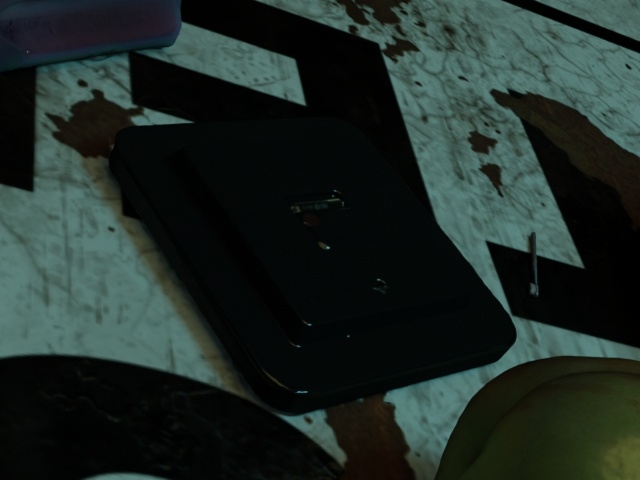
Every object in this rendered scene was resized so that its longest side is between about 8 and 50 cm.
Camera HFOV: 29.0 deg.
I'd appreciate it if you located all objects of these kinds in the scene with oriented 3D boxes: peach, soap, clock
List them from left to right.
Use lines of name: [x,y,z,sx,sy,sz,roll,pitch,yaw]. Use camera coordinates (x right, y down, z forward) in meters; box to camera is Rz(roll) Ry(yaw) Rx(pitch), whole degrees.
soap: [-0.268,-0.236,1.004,0.193,0.109,0.324,46,37,19]
clock: [0.000,0.000,0.980,0.279,0.049,0.273,-9,53,-44]
peach: [0.183,0.180,0.771,0.233,0.232,0.232,21,36,-17]

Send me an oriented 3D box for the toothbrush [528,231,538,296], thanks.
toothbrush: [0.197,0.021,1.147,0.008,0.006,0.097,23,35,-8]
